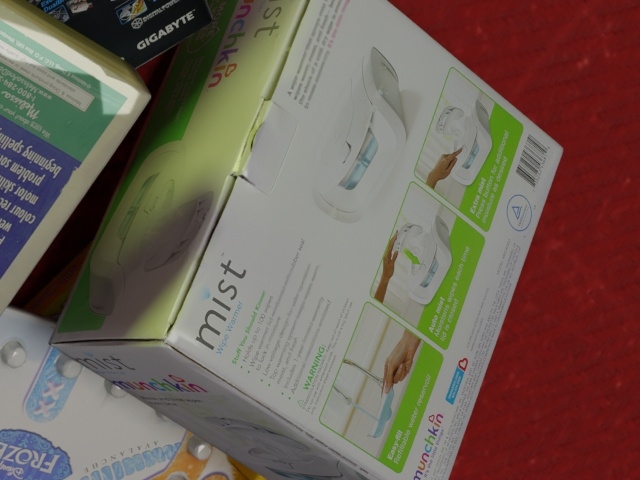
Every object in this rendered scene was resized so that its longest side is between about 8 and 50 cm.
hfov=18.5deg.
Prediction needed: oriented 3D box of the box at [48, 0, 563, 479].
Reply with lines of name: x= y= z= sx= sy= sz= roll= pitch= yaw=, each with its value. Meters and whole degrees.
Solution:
box: x=0.000 y=0.000 z=1.189 sx=0.231 sy=0.127 sz=0.262 roll=34 pitch=66 yaw=-33

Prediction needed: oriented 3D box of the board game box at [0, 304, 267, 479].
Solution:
board game box: x=-0.222 y=0.233 z=1.200 sx=0.390 sy=0.050 sz=0.390 roll=21 pitch=99 yaw=-37

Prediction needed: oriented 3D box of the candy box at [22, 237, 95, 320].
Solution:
candy box: x=-0.169 y=0.093 z=1.227 sx=0.206 sy=0.027 sz=0.105 roll=-45 pitch=129 yaw=-14

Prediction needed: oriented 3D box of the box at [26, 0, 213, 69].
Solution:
box: x=-0.182 y=-0.136 z=1.065 sx=0.220 sy=0.051 sz=0.175 roll=-32 pitch=140 yaw=-8

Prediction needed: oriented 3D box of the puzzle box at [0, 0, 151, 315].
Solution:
puzzle box: x=-0.322 y=-0.067 z=0.951 sx=0.409 sy=0.052 sz=0.272 roll=31 pitch=101 yaw=-27
